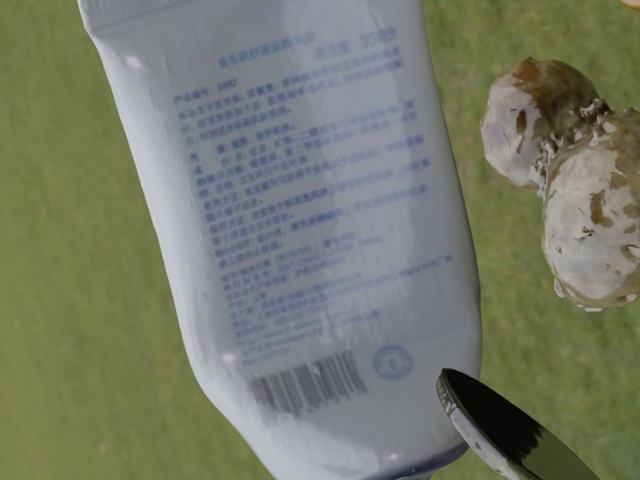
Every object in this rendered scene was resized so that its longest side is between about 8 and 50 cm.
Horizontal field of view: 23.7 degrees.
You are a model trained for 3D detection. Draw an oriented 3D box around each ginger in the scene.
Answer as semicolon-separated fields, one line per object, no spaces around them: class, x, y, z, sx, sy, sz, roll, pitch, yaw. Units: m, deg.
ginger;0.323;-0.057;1.398;0.375;0.176;0.256;-1;105;43

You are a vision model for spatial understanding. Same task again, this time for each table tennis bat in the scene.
table tennis bat;0.128;0.134;0.802;0.138;0.022;0.246;35;-170;-16

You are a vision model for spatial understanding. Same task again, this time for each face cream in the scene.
face cream;0.000;0.000;1.051;0.137;0.234;0.420;-144;39;-71

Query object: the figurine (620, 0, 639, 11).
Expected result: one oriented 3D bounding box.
figurine;0.200;-0.227;1.044;0.121;0.122;0.176;6;136;50
